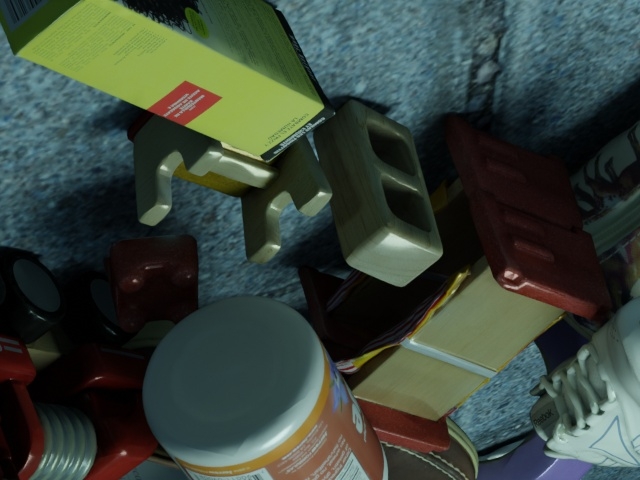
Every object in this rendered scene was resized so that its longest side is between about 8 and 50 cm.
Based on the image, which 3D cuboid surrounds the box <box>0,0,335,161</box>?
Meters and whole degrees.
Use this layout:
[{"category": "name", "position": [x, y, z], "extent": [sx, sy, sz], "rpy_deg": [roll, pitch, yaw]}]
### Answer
[{"category": "box", "position": [-0.086, -0.115, 0.991], "extent": [0.058, 0.087, 0.232], "rpy_deg": [-36, 154, 19]}]

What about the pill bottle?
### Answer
[{"category": "pill bottle", "position": [-0.026, 0.140, 1.204], "extent": [0.121, 0.121, 0.216], "rpy_deg": [-27, 141, 1]}]

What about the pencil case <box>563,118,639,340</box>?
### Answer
[{"category": "pencil case", "position": [0.326, -0.073, 1.364], "extent": [0.410, 0.160, 0.183], "rpy_deg": [-40, 152, 24]}]

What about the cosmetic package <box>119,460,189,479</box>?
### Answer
[{"category": "cosmetic package", "position": [-0.194, 0.295, 1.558], "extent": [0.453, 0.161, 0.230], "rpy_deg": [3, 140, -45]}]

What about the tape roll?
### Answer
[{"category": "tape roll", "position": [0.149, 0.132, 1.545], "extent": [0.189, 0.189, 0.080], "rpy_deg": [-35, 152, 16]}]

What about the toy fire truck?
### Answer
[{"category": "toy fire truck", "position": [-0.172, 0.128, 1.173], "extent": [0.158, 0.246, 0.217], "rpy_deg": [-37, 152, 20]}]

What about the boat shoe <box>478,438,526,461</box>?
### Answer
[{"category": "boat shoe", "position": [0.162, 0.283, 1.945], "extent": [0.258, 0.095, 0.084], "rpy_deg": [-30, 158, 4]}]

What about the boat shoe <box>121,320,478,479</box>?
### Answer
[{"category": "boat shoe", "position": [-0.021, 0.166, 1.390], "extent": [0.342, 0.123, 0.123], "rpy_deg": [26, 126, -28]}]

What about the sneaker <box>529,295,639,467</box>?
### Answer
[{"category": "sneaker", "position": [0.219, 0.117, 1.313], "extent": [0.129, 0.111, 0.297], "rpy_deg": [-11, 158, 2]}]

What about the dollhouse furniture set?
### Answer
[{"category": "dollhouse furniture set", "position": [0.000, 0.000, 1.261], "extent": [0.374, 0.152, 0.201], "rpy_deg": [21, 130, -35]}]
